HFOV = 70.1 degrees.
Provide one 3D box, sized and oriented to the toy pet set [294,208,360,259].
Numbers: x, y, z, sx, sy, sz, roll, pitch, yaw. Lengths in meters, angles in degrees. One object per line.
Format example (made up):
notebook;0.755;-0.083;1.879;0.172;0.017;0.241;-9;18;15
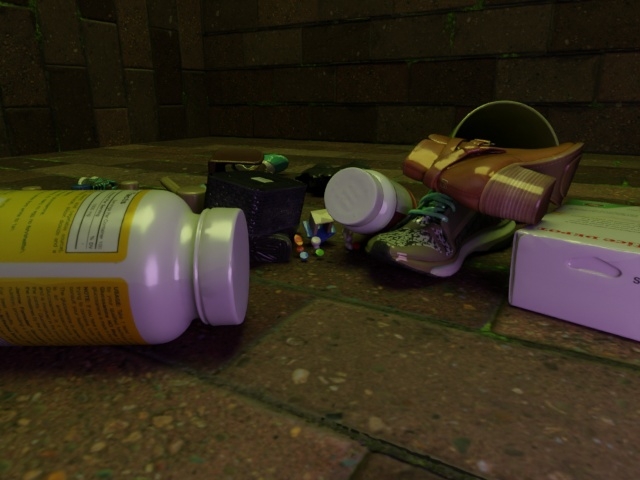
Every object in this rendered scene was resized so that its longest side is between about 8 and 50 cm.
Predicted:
toy pet set;0.000;0.000;0.905;0.122;0.065;0.114;-9;54;-18

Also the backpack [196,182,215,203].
backpack;-0.255;-0.062;1.003;0.084;0.105;0.114;-30;27;-16

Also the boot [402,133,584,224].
boot;0.288;-0.121;0.753;0.220;0.109;0.283;26;43;33

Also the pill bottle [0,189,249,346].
pill bottle;-0.261;0.032;0.553;0.334;0.188;0.188;0;17;-1

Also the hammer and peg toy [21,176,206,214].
hammer and peg toy;-0.408;-0.039;0.888;0.361;0.127;0.266;-6;16;-19

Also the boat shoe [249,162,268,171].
boat shoe;-0.212;-0.219;1.574;0.073;0.073;0.207;36;19;-10

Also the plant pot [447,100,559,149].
plant pot;0.418;-0.194;1.207;0.275;0.274;0.293;-2;2;-5

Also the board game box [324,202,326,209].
board game box;0.124;-0.098;1.214;0.136;0.035;0.201;13;22;37

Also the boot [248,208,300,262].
boot;-0.134;-0.023;0.917;0.190;0.076;0.208;12;23;-7

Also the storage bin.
storage bin;-0.119;-0.076;0.854;0.122;0.084;0.180;19;19;23

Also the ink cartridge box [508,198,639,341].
ink cartridge box;0.428;0.028;0.669;0.201;0.117;0.278;14;23;40

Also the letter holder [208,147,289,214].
letter holder;-0.178;-0.160;1.233;0.214;0.152;0.302;-1;17;-8

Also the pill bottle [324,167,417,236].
pill bottle;0.100;-0.069;0.879;0.121;0.121;0.221;9;1;28

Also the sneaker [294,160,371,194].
sneaker;0.038;-0.179;1.398;0.130;0.109;0.286;-24;19;-39

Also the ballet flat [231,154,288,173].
ballet flat;-0.246;-0.290;1.797;0.247;0.083;0.087;7;43;22

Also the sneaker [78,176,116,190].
sneaker;-0.691;-0.167;1.416;0.076;0.065;0.166;3;19;-3

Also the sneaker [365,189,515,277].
sneaker;0.227;-0.058;0.841;0.158;0.182;0.410;16;24;42
